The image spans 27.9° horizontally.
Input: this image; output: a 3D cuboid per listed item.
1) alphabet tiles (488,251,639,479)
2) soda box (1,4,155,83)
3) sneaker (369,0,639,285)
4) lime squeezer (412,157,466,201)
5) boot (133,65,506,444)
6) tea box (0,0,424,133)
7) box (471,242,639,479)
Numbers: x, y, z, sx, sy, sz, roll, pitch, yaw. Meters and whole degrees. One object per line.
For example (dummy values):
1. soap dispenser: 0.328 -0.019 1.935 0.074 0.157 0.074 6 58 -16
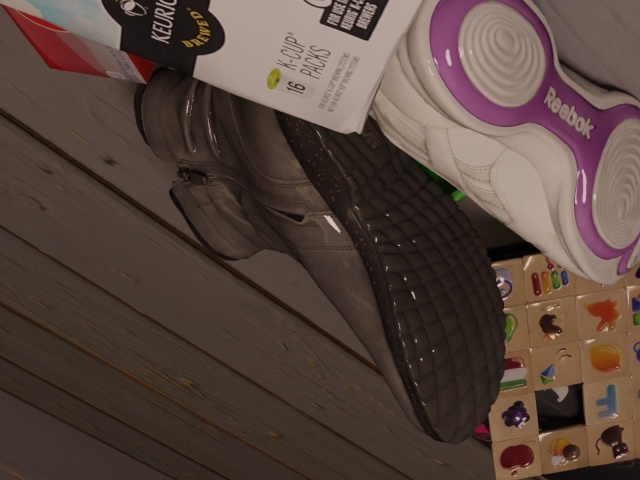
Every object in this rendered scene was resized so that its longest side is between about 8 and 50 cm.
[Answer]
1. alphabet tiles: 0.247 0.090 1.035 0.237 0.009 0.198 -9 111 -2
2. soda box: -0.174 -0.207 0.797 0.083 0.092 0.263 11 157 21
3. sneaker: 0.125 -0.079 0.875 0.152 0.114 0.305 15 158 49
4. lime squeezer: 0.125 -0.046 1.012 0.310 0.059 0.110 17 -172 1
5. boot: 0.000 0.000 1.010 0.222 0.118 0.338 -7 110 49
6. tea box: -0.068 -0.242 0.458 0.323 0.220 0.329 21 158 -4
7. box: 0.232 0.130 1.194 0.270 0.143 0.165 31 155 -29
